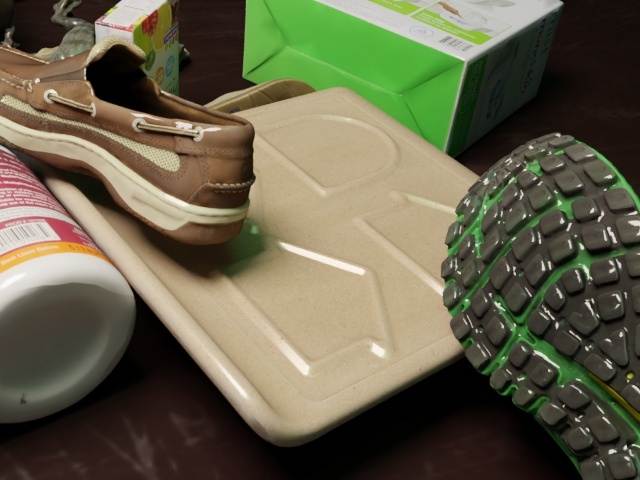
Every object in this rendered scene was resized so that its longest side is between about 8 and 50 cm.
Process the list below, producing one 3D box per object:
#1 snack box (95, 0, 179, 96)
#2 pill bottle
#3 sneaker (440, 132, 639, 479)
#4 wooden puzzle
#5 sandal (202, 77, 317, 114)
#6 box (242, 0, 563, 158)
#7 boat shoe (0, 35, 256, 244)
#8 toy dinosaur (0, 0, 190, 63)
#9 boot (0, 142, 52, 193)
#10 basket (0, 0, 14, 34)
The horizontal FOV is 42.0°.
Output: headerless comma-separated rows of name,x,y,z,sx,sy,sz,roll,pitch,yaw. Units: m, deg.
snack box,-0.160,-0.144,0.744,0.037,0.141,0.100,14,37,8
pill bottle,-0.226,0.007,0.551,0.121,0.121,0.221,-21,46,-33
sneaker,0.187,0.085,0.501,0.146,0.134,0.343,17,45,-49
wooden puzzle,0.000,0.000,0.649,0.348,0.080,0.322,-17,44,-36
sandal,-0.074,-0.110,0.790,0.180,0.072,0.049,-20,24,-27
box,0.089,-0.222,0.908,0.262,0.126,0.231,28,41,24
boat shoe,-0.146,-0.096,0.574,0.258,0.095,0.095,28,26,19
toy dinosaur,-0.266,-0.195,0.862,0.268,0.064,0.118,-28,56,-34
boot,-0.331,-0.100,0.715,0.123,0.095,0.258,-34,58,-13
basket,-0.446,-0.251,0.819,0.227,0.154,0.204,-27,11,-30
